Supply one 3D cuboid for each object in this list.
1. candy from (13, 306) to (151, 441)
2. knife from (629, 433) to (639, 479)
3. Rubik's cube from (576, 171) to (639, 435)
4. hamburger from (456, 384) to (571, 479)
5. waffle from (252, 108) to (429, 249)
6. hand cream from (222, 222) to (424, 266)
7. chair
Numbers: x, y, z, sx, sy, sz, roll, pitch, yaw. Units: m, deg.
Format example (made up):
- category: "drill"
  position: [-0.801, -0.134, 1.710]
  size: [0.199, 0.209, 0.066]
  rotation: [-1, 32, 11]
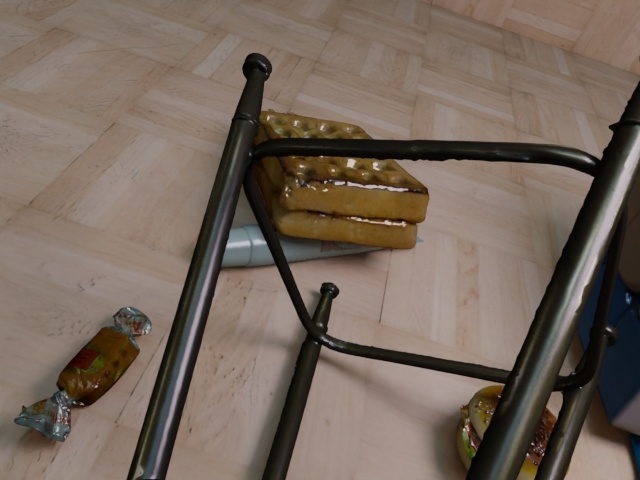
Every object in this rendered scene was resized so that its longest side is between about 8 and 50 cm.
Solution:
- category: "candy"
  position: [-0.234, 0.135, 0.585]
  size: [0.053, 0.046, 0.182]
  rotation: [22, 35, 8]
- category: "knife"
  position: [0.388, 0.293, 0.665]
  size: [0.044, 0.026, 0.296]
  rotation: [23, 42, 10]
- category: "Rubik's cube"
  position: [0.571, 0.058, 0.733]
  size: [0.347, 0.346, 0.344]
  rotation: [19, 33, -3]
- category: "hamburger"
  position: [0.212, 0.222, 0.630]
  size: [0.141, 0.081, 0.126]
  rotation: [-4, 45, -26]
- category: "waffle"
  position: [0.009, -0.107, 0.875]
  size: [0.224, 0.098, 0.327]
  rotation: [6, 26, -19]
- category: "hand cream"
  position: [0.000, 0.000, 0.829]
  size: [0.332, 0.058, 0.085]
  rotation: [-4, 30, -32]
- category: "chair"
  position: [0.059, 0.110, 0.461]
  size: [0.362, 0.364, 0.410]
  rotation: [7, 48, 23]
